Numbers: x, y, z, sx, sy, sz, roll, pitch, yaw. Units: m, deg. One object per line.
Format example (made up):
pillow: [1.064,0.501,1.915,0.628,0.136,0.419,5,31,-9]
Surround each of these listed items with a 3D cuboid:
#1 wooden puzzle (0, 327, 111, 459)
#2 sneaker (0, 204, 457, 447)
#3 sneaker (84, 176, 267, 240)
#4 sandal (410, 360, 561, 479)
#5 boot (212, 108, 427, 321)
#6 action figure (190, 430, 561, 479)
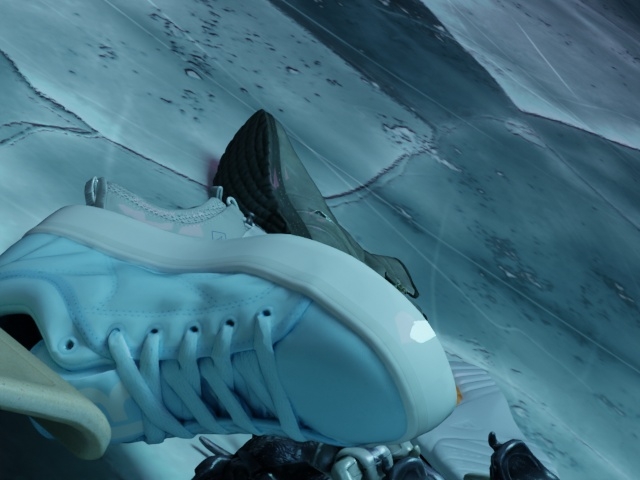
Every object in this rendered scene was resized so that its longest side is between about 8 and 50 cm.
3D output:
wooden puzzle: [-0.321,0.022,0.916,0.348,0.080,0.322,25,3,-42]
sneaker: [-0.088,0.080,1.025,0.366,0.135,0.150,8,41,45]
sneaker: [-0.056,0.014,1.291,0.281,0.105,0.115,11,69,-42]
sandal: [0.097,0.161,1.281,0.102,0.076,0.265,2,19,-14]
boot: [0.000,0.000,1.505,0.161,0.083,0.246,27,28,-31]
action figure: [0.023,0.172,1.088,0.164,0.141,0.276,-18,10,-31]
